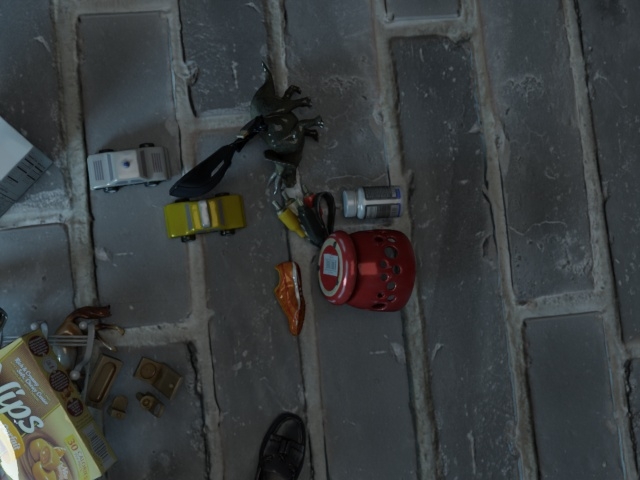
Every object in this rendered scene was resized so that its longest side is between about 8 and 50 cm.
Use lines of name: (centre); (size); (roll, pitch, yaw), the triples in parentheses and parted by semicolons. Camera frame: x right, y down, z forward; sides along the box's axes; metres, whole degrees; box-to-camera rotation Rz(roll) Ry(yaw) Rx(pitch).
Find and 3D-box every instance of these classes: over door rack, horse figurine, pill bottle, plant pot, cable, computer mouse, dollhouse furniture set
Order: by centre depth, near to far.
over door rack: (-0.607, 0.329, 1.671); (0.240, 0.108, 0.324); (-1, 80, 7)
dollhouse furniture set: (-0.414, 0.325, 1.729); (0.151, 0.123, 0.144); (29, 82, -32)
computer mouse: (-0.212, -0.177, 1.757); (0.060, 0.184, 0.262); (50, 53, -5)
horse figurine: (-0.547, 0.256, 1.773); (0.175, 0.066, 0.263); (17, 89, -7)
plant pot: (0.097, 0.068, 1.795); (0.174, 0.191, 0.191); (1, 85, -24)
pill bottle: (0.125, -0.091, 1.886); (0.137, 0.078, 0.078); (-2, 85, -8)
cable: (0.000, 0.000, 1.889); (0.140, 0.072, 0.287); (-31, 103, -28)

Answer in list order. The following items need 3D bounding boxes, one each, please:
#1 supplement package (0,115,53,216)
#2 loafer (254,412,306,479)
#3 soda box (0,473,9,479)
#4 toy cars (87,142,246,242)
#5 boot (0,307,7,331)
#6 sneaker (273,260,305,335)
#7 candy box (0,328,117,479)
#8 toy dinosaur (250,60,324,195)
supplement package: (-0.761, -0.155, 1.714); (0.199, 0.198, 0.262); (42, 82, -2)
loafer: (-0.102, 0.543, 1.793); (0.109, 0.095, 0.302); (21, 83, -6)
soda box: (-0.644, 0.512, 1.732); (0.058, 0.063, 0.183); (29, 81, 28)
toy cars: (-0.354, -0.114, 1.820); (0.394, 0.087, 0.176); (32, 82, -4)
boot: (-0.785, 0.179, 1.694); (0.209, 0.076, 0.189); (34, 81, 30)
sneaker: (-0.073, 0.138, 1.858); (0.068, 0.064, 0.175); (-8, 81, 12)
candy box: (-0.570, 0.359, 1.581); (0.183, 0.087, 0.316); (-30, 90, 9)
toy dinosaur: (-0.094, -0.281, 1.854); (0.160, 0.121, 0.313); (-23, 91, -15)
